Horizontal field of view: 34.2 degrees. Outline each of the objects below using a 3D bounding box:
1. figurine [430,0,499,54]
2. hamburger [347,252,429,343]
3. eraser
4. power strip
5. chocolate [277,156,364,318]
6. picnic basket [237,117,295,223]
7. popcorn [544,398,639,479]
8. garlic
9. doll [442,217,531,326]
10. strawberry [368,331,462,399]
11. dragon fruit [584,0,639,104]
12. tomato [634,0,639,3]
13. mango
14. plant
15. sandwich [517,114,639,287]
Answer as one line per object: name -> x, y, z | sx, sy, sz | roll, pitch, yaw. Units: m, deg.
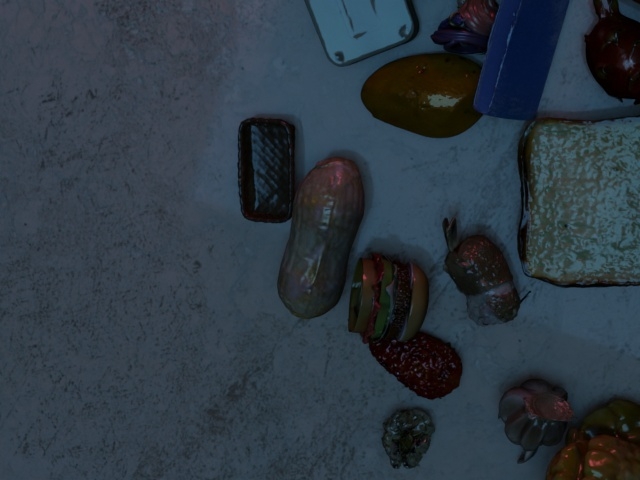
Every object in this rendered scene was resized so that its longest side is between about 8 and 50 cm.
figurine -> 0.266, -0.387, 1.769 | 0.114, 0.126, 0.157 | 28, 94, 34
hamburger -> 0.126, 0.107, 1.884 | 0.137, 0.175, 0.175 | 9, 104, -8
eraser -> 0.349, -0.358, 1.746 | 0.043, 0.144, 0.311 | 27, 110, 42
power strip -> 0.099, -0.441, 1.774 | 0.261, 0.141, 0.229 | -18, 100, 17
chocolate -> 0.000, 0.000, 1.890 | 0.134, 0.134, 0.309 | 16, 104, 6
picnic basket -> -0.095, -0.130, 1.917 | 0.110, 0.055, 0.193 | 4, 104, 17
popcorn -> 0.507, 0.442, 1.847 | 0.225, 0.265, 0.332 | 10, 76, 43
garlic -> 0.396, 0.338, 1.914 | 0.131, 0.127, 0.194 | -11, 134, -9
doll -> 0.278, 0.054, 1.865 | 0.115, 0.105, 0.221 | -37, 94, -21
strawberry -> 0.172, 0.232, 1.939 | 0.188, 0.082, 0.121 | 23, 108, 2
dragon fruit -> 0.496, -0.342, 1.732 | 0.125, 0.125, 0.246 | -17, 96, 33
tomato -> 0.573, -0.485, 1.652 | 0.260, 0.180, 0.259 | 2, 100, 10
mango -> 0.183, -0.250, 1.812 | 0.227, 0.109, 0.147 | -2, 104, 12
plant -> 0.168, 0.379, 1.956 | 0.105, 0.122, 0.116 | -5, 94, 0
sandwich -> 0.475, -0.067, 1.790 | 0.271, 0.099, 0.301 | 2, 96, 20
